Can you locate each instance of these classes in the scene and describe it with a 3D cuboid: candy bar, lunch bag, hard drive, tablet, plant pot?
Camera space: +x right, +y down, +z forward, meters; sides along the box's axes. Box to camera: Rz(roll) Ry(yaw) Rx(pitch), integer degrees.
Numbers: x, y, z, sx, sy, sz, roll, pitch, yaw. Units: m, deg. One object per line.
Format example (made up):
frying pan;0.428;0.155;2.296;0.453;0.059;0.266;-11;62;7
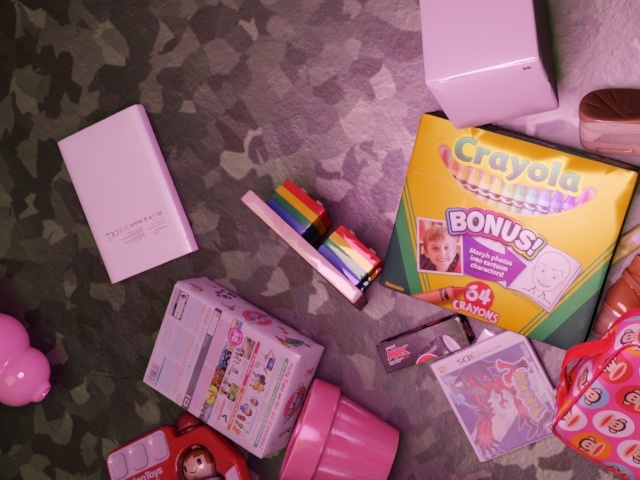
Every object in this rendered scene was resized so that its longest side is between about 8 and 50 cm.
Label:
candy bar;0.510;0.009;1.583;0.161;0.018;0.040;-39;84;21
lunch bag;0.499;0.246;1.498;0.258;0.120;0.293;27;134;1
hard drive;-0.387;-0.090;1.891;0.203;0.040;0.308;-21;90;22
tablet;0.317;0.200;1.689;0.083;0.006;0.054;30;107;15
plant pot;0.039;0.376;1.728;0.180;0.201;0.201;20;105;1

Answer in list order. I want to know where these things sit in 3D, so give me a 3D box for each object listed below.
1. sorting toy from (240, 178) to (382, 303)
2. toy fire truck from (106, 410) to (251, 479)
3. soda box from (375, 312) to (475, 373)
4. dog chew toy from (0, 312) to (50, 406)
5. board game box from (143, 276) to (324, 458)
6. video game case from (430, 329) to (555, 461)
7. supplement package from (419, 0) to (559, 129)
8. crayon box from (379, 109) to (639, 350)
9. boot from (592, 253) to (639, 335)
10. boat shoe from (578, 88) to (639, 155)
sorting toy;0.000;0.000;1.658;0.255;0.257;0.089;43;88;9
toy fire truck;-0.283;0.485;1.883;0.302;0.169;0.254;-30;68;21
soda box;0.190;0.185;1.709;0.168;0.053;0.060;-23;89;22
dog chew toy;-0.709;0.225;1.977;0.331;0.206;0.207;36;108;4
board game box;-0.170;0.237;1.805;0.303;0.097;0.224;28;108;25
video game case;0.320;0.274;1.684;0.183;0.023;0.201;-28;90;23
supplement package;0.260;-0.353;1.485;0.175;0.177;0.293;-10;69;21
crayon box;0.312;-0.021;1.592;0.362;0.106;0.313;18;108;19
boot;0.566;0.125;1.553;0.197;0.073;0.152;29;102;12
boat shoe;0.565;-0.175;1.502;0.302;0.109;0.098;6;139;19
